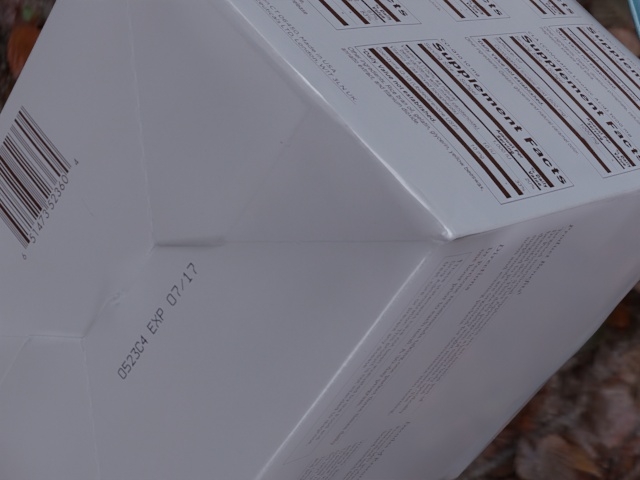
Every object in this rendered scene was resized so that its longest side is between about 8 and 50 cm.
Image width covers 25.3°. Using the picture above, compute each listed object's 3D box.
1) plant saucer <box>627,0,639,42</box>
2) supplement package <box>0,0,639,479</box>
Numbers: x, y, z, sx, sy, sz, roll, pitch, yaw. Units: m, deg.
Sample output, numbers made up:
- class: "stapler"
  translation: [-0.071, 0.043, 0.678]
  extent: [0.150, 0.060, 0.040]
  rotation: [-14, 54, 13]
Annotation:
- class: "plant saucer"
  translation: [0.184, -0.129, 0.703]
  extent: [0.067, 0.018, 0.192]
  rotation: [-18, 77, 18]
- class: "supplement package"
  translation: [0.000, 0.000, 0.499]
  extent: [0.149, 0.194, 0.203]
  rotation: [49, 33, 20]
